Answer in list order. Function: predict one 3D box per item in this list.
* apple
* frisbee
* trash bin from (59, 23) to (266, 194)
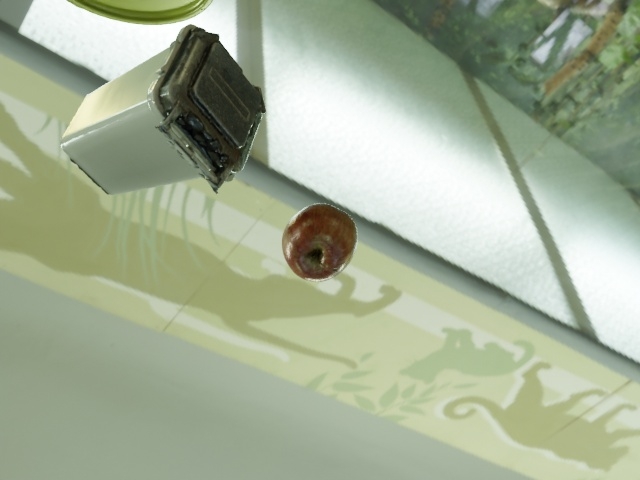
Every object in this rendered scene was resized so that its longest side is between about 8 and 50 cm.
[{"bbox_3d":[0.000,0.000,1.444,0.146,0.146,0.131,33,-147,-15],"label":"apple"},{"bbox_3d":[-0.257,-0.357,1.014,0.236,0.236,0.017,15,-109,-40],"label":"frisbee"},{"bbox_3d":[-0.329,-0.224,1.518,0.256,0.368,0.296,49,-140,-38],"label":"trash bin"}]
